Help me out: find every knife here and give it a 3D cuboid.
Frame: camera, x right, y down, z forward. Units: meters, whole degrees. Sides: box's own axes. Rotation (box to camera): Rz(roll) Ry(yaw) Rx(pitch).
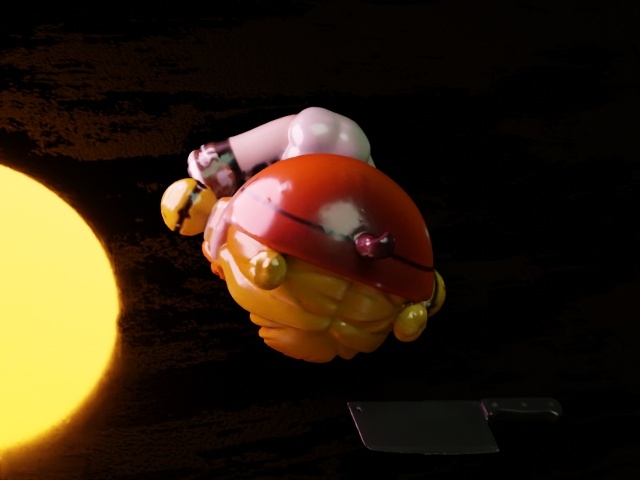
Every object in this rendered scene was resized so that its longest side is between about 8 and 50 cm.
[{"bbox_3d":[0.145,0.187,1.942,0.245,0.019,0.072,0,45,-27],"label":"knife"}]

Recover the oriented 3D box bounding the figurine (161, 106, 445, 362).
[{"bbox_3d":[0.002,-0.005,1.948,0.320,0.196,0.323,18,24,-20],"label":"figurine"}]
